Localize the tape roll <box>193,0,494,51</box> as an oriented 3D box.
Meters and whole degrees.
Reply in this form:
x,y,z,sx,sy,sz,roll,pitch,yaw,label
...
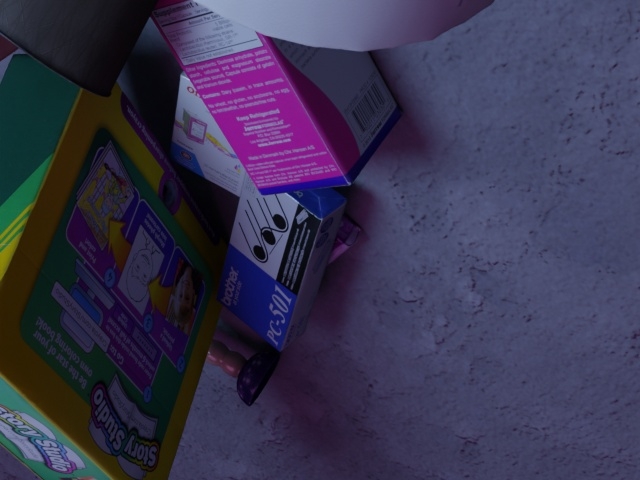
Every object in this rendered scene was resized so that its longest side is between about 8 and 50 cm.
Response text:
x,y,z,sx,sy,sz,roll,pitch,yaw,label
0.006,-0.261,0.883,0.286,0.286,0.100,30,140,7,tape roll

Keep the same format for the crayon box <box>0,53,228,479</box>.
x,y,z,sx,sy,sz,roll,pitch,yaw,label
-0.229,0.054,1.274,0.106,0.313,0.363,2,148,23,crayon box

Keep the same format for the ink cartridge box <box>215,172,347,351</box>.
x,y,z,sx,sy,sz,roll,pitch,yaw,label
-0.043,0.013,1.339,0.097,0.046,0.207,37,139,19,ink cartridge box

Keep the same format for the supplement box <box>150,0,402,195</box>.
x,y,z,sx,sy,sz,roll,pitch,yaw,label
-0.040,-0.161,1.155,0.114,0.111,0.220,-5,126,40,supplement box

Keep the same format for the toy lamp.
x,y,z,sx,sy,sz,roll,pitch,yaw,label
-0.184,0.098,1.551,0.274,0.080,0.080,29,141,7,toy lamp

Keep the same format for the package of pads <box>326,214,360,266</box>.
x,y,z,sx,sy,sz,roll,pitch,yaw,label
0.000,0.000,1.354,0.050,0.032,0.083,41,141,-7,package of pads

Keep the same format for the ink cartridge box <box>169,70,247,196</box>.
x,y,z,sx,sy,sz,roll,pitch,yaw,label
-0.096,-0.116,1.289,0.088,0.052,0.122,28,140,10,ink cartridge box

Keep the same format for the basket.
x,y,z,sx,sy,sz,roll,pitch,yaw,label
-0.182,-0.265,1.046,0.204,0.154,0.227,40,100,-3,basket

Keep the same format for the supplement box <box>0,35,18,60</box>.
x,y,z,sx,sy,sz,roll,pitch,yaw,label
-0.324,-0.276,1.227,0.194,0.129,0.191,-20,117,46,supplement box
